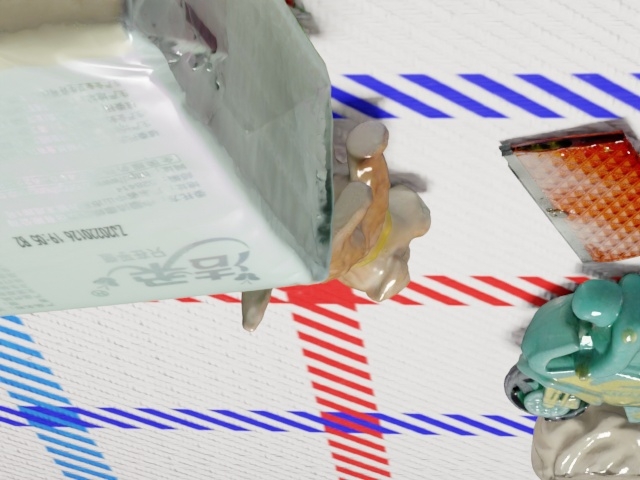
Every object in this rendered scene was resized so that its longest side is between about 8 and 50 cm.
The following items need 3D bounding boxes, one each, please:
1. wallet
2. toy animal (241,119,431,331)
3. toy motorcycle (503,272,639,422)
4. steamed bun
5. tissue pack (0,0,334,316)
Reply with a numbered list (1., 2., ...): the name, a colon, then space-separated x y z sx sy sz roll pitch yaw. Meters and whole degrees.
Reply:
1. wallet: 0.226 -0.033 1.424 0.103 0.020 0.196 -9 150 25
2. toy animal: 0.005 0.014 1.387 0.104 0.184 0.185 23 166 20
3. toy motorcycle: 0.297 0.093 1.592 0.296 0.109 0.198 -4 142 19
4. steamed bun: 0.291 0.194 1.754 0.182 0.106 0.183 2 161 1
5. tissue pack: -0.230 -0.098 1.158 0.404 0.205 0.332 -7 152 19
